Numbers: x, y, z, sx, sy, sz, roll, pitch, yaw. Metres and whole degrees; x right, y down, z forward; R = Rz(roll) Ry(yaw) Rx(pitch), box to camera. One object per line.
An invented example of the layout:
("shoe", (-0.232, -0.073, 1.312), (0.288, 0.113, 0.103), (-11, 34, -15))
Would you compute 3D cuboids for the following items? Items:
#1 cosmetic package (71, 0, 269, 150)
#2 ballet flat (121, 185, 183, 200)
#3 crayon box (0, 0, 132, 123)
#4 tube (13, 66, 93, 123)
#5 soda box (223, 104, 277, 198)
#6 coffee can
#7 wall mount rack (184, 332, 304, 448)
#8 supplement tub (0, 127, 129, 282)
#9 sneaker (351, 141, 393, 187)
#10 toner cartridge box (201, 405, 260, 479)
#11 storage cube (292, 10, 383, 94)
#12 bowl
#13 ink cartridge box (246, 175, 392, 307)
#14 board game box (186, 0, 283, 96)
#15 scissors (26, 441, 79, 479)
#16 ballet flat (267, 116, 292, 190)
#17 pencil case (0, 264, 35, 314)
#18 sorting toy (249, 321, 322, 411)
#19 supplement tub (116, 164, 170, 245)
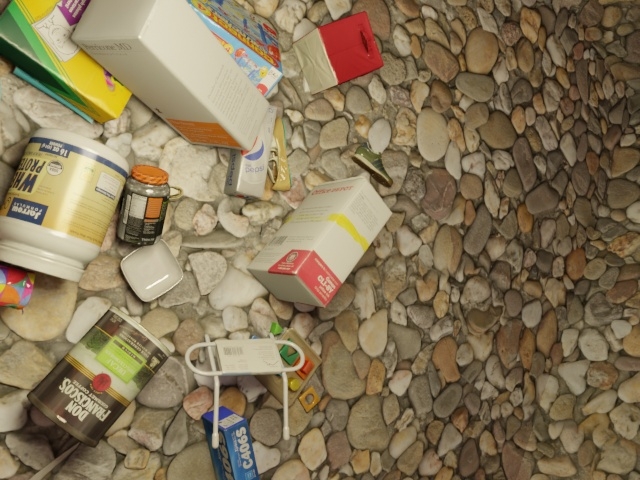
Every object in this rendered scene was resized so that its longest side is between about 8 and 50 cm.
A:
("cosmetic package", (-0.345, -0.413, 1.330), (0.453, 0.229, 0.162), (43, 63, -56))
("ballet flat", (-0.457, -0.136, 1.463), (0.168, 0.052, 0.057), (-6, 90, -35))
("crayon box", (-0.573, -0.531, 1.315), (0.313, 0.106, 0.363), (36, 66, -38))
("tube", (-0.652, -0.383, 1.336), (0.207, 0.052, 0.080), (31, 77, -35))
("soda box", (-0.212, -0.272, 1.609), (0.091, 0.098, 0.287), (13, 83, -34))
("coffee can", (-0.536, 0.329, 1.313), (0.201, 0.201, 0.275), (49, 63, -24))
("wall mount rack", (-0.206, 0.397, 1.484), (0.349, 0.304, 0.131), (4, 130, -26))
("supplement tub", (-0.608, -0.078, 1.250), (0.228, 0.228, 0.317), (23, 76, -32))
("sneaker", (0.203, -0.277, 1.915), (0.192, 0.064, 0.086), (35, 75, -26))
("toner cartridge box", (-0.244, 0.670, 1.534), (0.075, 0.165, 0.348), (-15, 98, -33))
("storage cube", (0.054, -0.603, 1.734), (0.193, 0.215, 0.184), (-29, 106, -25))
("bowl", (-0.464, 0.081, 1.455), (0.142, 0.053, 0.142), (-36, 109, -31))
("ink cartridge box", (0.000, 0.000, 1.641), (0.160, 0.279, 0.385), (49, 64, -25))
("board game box", (-0.256, -0.582, 1.481), (0.308, 0.086, 0.302), (29, 31, -31))
("scissors", (-0.724, 0.597, 1.286), (0.109, 0.021, 0.297), (46, 67, -23))
("ballet flat", (-0.139, -0.270, 1.675), (0.073, 0.080, 0.233), (-9, 94, -19))
("pencil case", (-0.759, 0.093, 1.174), (0.236, 0.104, 0.105), (23, 76, -43))
("sorting toy", (-0.093, 0.411, 1.712), (0.196, 0.047, 0.348), (-49, 115, -25))
("supplement tub", (-0.456, -0.092, 1.383), (0.116, 0.117, 0.191), (3, 115, -35))
